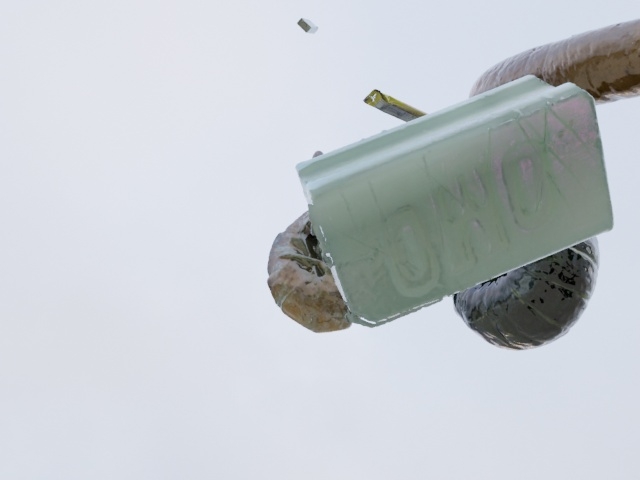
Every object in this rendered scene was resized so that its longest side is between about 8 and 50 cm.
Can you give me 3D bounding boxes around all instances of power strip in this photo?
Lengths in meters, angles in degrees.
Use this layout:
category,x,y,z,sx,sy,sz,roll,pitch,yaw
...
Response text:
category,x,y,z,sx,sy,sz,roll,pitch,yaw
power strip,-0.023,-0.408,1.423,0.027,0.083,0.017,46,-73,0

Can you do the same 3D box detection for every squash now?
category,x,y,z,sx,sy,sz,roll,pitch,yaw
squash,0.322,0.052,1.196,0.165,0.252,0.252,34,-58,-21

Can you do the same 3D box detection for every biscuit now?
category,x,y,z,sx,sy,sz,roll,pitch,yaw
biscuit,0.213,-0.200,1.340,0.292,0.026,0.048,22,-31,-15

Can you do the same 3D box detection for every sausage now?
category,x,y,z,sx,sy,sz,roll,pitch,yaw
sausage,0.407,-0.281,1.292,0.136,0.501,0.123,-15,-84,-24

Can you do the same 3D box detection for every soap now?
category,x,y,z,sx,sy,sz,roll,pitch,yaw
soap,0.116,-0.036,0.656,0.262,0.094,0.150,-22,-70,-5

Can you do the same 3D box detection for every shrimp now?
category,x,y,z,sx,sy,sz,roll,pitch,yaw
shrimp,0.000,0.000,1.616,0.221,0.445,0.110,8,-35,-8
